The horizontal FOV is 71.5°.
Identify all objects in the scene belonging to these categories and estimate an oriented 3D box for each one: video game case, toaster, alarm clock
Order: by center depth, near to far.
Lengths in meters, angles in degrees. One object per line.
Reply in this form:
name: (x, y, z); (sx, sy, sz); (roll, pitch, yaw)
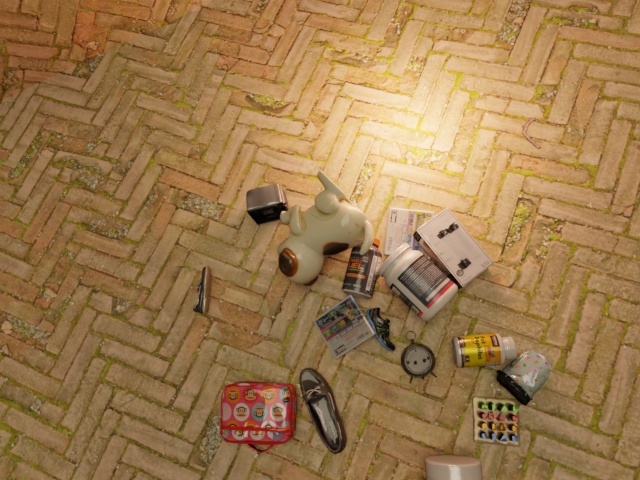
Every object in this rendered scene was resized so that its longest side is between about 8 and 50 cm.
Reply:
alarm clock: (0.373, 0.447, 1.729); (0.129, 0.064, 0.192); (-15, 69, 4)
video game case: (0.094, 0.348, 1.788); (0.201, 0.023, 0.183); (-37, 71, 17)
video game case: (0.376, -0.029, 1.883); (0.193, 0.023, 0.213); (7, 75, 11)
toaster: (-0.221, -0.156, 1.935); (0.185, 0.168, 0.110); (-13, 72, 6)

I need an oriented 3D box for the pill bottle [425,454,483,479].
pill bottle: (0.457, 0.946, 1.486); (0.224, 0.224, 0.392); (-2, 74, 8)

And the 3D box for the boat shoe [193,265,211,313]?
boat shoe: (-0.516, 0.211, 1.926); (0.064, 0.075, 0.206); (0, 79, 6)

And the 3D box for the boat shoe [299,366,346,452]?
boat shoe: (0.009, 0.646, 1.708); (0.112, 0.095, 0.335); (-26, 72, 1)

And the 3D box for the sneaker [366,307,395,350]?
sneaker: (0.249, 0.352, 1.770); (0.078, 0.067, 0.188); (-28, 69, 6)

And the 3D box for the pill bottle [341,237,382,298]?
pill bottle: (0.176, 0.105, 1.819); (0.130, 0.130, 0.246); (12, 76, 12)

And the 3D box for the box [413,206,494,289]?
box: (0.530, 0.032, 1.791); (0.169, 0.087, 0.290); (-36, 77, -7)

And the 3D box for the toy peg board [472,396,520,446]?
toy peg board: (0.644, 0.659, 1.615); (0.161, 0.079, 0.161); (1, 74, 10)

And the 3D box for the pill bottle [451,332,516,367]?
pill bottle: (0.611, 0.411, 1.670); (0.214, 0.117, 0.117); (-6, 73, 7)

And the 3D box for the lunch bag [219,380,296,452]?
lunch bag: (-0.240, 0.685, 1.730); (0.293, 0.120, 0.258); (-3, 78, 10)

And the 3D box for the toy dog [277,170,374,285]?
toy dog: (0.000, 0.000, 1.812); (0.408, 0.284, 0.395); (-45, 64, 6)

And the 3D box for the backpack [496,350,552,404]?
backpack: (0.759, 0.490, 1.627); (0.182, 0.115, 0.152); (-41, 70, -7)

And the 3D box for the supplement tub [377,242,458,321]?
supplement tub: (0.378, 0.162, 1.739); (0.191, 0.191, 0.272); (-43, 73, -5)
